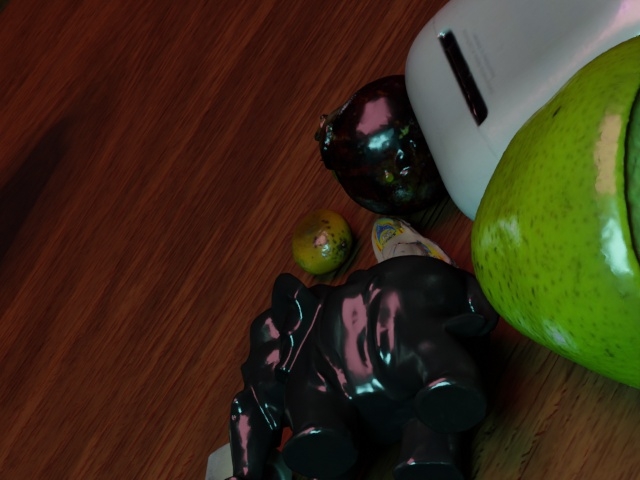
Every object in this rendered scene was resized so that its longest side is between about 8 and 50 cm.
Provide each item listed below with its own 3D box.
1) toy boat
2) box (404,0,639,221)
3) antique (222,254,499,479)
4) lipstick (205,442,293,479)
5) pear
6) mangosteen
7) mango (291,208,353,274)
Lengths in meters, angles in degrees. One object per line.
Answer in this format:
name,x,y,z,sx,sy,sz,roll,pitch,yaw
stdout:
toy boat,0.093,0.022,2.161,0.084,0.066,0.210,-40,29,4
box,0.247,-0.195,2.032,0.349,0.141,0.289,-42,44,24
antique,0.044,0.142,1.960,0.322,0.185,0.255,-27,40,22
lipstick,-0.082,0.316,1.985,0.077,0.079,0.253,-29,32,26
pear,0.263,-0.029,1.811,0.318,0.238,0.343,-23,46,57
mangosteen,0.086,-0.112,2.250,0.172,0.172,0.184,-43,8,2
mango,0.000,0.000,2.318,0.079,0.057,0.114,-48,21,1
